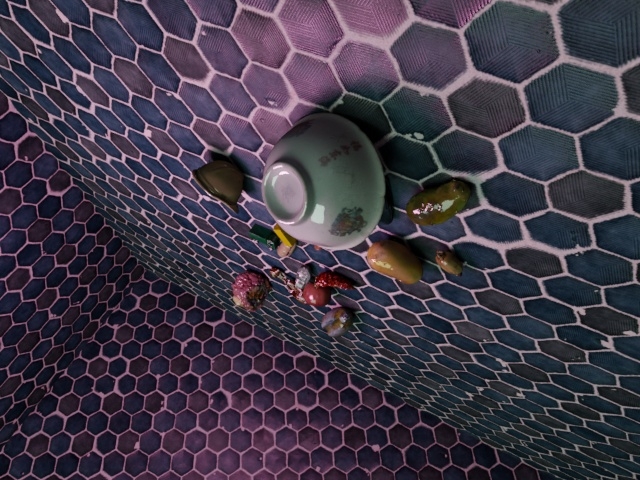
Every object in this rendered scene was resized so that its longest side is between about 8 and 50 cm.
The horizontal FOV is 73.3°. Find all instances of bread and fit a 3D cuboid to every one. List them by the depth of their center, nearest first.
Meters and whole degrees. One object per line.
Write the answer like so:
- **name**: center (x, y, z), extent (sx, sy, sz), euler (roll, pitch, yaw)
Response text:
- **bread**: center (-0.168, 0.043, 2.117), extent (0.073, 0.053, 0.214), euler (31, 153, -8)

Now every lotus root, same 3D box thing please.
- **lotus root**: center (0.455, 0.076, 1.530), extent (0.152, 0.063, 0.072), euler (38, 180, -28)
- **lotus root**: center (0.112, 0.453, 2.447), extent (0.158, 0.140, 0.322), euler (54, 148, 9)

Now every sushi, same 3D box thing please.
- **sushi**: center (-0.442, 0.312, 2.663), extent (0.171, 0.236, 0.270), euler (29, 158, 22)

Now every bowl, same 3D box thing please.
- **bowl**: center (-0.042, -0.153, 1.269), extent (0.435, 0.196, 0.433), euler (14, 114, 36)

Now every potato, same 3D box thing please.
- **potato**: center (0.351, -0.110, 1.291), extent (0.117, 0.090, 0.226), euler (45, 144, -14)
- **potato**: center (0.288, 0.082, 1.630), extent (0.234, 0.146, 0.150), euler (25, -160, -15)

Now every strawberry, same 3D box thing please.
- **strawberry**: center (0.067, 0.201, 2.138), extent (0.208, 0.086, 0.167), euler (3, 172, -1)

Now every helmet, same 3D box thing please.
- **helmet**: center (-0.384, -0.243, 1.765), extent (0.258, 0.137, 0.204), euler (38, -165, -49)

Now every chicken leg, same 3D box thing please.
- **chicken leg**: center (-0.161, 0.248, 2.438), extent (0.304, 0.093, 0.113), euler (41, 135, -3)

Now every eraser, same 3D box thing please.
- **eraser**: center (-0.143, -0.046, 1.892), extent (0.045, 0.097, 0.122), euler (6, 144, 36)

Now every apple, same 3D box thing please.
- **apple**: center (-0.017, 0.277, 2.267), extent (0.154, 0.119, 0.153), euler (10, -166, -3)

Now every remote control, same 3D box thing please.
- **remote control**: center (0.205, -0.131, 1.453), extent (0.072, 0.042, 0.221), euler (20, 151, 25)

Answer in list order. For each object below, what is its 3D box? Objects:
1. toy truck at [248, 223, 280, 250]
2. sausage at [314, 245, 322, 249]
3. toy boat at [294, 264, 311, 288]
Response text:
- **toy truck**: center (-0.271, -0.014, 2.111), extent (0.147, 0.065, 0.079), euler (25, 149, 14)
- **sausage**: center (0.000, 0.000, 1.891), extent (0.042, 0.036, 0.157), euler (-4, 153, -8)
- **toy boat**: center (-0.093, 0.194, 2.261), extent (0.078, 0.085, 0.260), euler (30, 153, 4)
